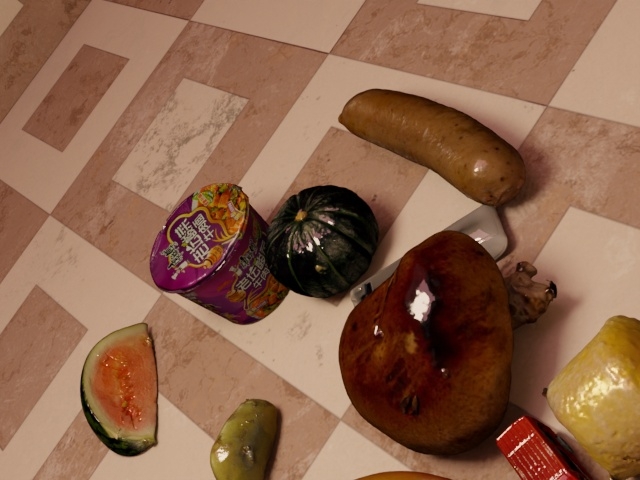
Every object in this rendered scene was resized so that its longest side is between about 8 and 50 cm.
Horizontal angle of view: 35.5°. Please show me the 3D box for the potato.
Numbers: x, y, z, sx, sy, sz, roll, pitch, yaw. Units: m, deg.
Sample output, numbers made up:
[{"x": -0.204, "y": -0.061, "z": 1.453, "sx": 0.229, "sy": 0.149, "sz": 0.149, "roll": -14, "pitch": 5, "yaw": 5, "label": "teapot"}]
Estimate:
[{"x": -0.130, "y": 0.358, "z": 1.750, "sx": 0.085, "sy": 0.105, "sz": 0.188, "roll": -31, "pitch": 27, "yaw": 49, "label": "potato"}]

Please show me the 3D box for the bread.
[{"x": 0.407, "y": 0.204, "z": 1.307, "sx": 0.170, "sy": 0.197, "sz": 0.197, "roll": -45, "pitch": 38, "yaw": 23, "label": "bread"}]

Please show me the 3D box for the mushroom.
[{"x": 0.194, "y": 0.165, "z": 1.543, "sx": 0.345, "sy": 0.260, "sz": 0.345, "roll": -15, "pitch": 72, "yaw": 56, "label": "mushroom"}]

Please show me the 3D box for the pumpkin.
[{"x": 0.000, "y": 0.000, "z": 1.852, "sx": 0.221, "sy": 0.162, "sz": 0.220, "roll": -18, "pitch": 46, "yaw": 20, "label": "pumpkin"}]

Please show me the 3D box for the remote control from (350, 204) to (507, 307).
[{"x": 0.178, "y": 0.046, "z": 1.736, "sx": 0.313, "sy": 0.055, "sz": 0.109, "roll": -33, "pitch": 42, "yaw": 20, "label": "remote control"}]

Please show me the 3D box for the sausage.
[{"x": 0.202, "y": -0.189, "z": 1.840, "sx": 0.136, "sy": 0.123, "sz": 0.501, "roll": -39, "pitch": 37, "yaw": -11, "label": "sausage"}]

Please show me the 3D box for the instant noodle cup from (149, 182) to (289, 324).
[{"x": -0.181, "y": 0.038, "z": 1.973, "sx": 0.251, "sy": 0.190, "sz": 0.251, "roll": -24, "pitch": 45, "yaw": 27, "label": "instant noodle cup"}]

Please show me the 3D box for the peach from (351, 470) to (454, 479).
[{"x": 0.125, "y": 0.448, "z": 1.300, "sx": 0.333, "sy": 0.307, "sz": 0.307, "roll": -1, "pitch": 58, "yaw": 19, "label": "peach"}]

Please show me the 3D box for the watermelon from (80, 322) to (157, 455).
[{"x": -0.435, "y": 0.302, "z": 2.054, "sx": 0.159, "sy": 0.128, "sz": 0.303, "roll": -32, "pitch": 43, "yaw": 21, "label": "watermelon"}]

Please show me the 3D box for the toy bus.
[{"x": 0.322, "y": 0.330, "z": 1.353, "sx": 0.081, "sy": 0.089, "sz": 0.195, "roll": -44, "pitch": 40, "yaw": 9, "label": "toy bus"}]
